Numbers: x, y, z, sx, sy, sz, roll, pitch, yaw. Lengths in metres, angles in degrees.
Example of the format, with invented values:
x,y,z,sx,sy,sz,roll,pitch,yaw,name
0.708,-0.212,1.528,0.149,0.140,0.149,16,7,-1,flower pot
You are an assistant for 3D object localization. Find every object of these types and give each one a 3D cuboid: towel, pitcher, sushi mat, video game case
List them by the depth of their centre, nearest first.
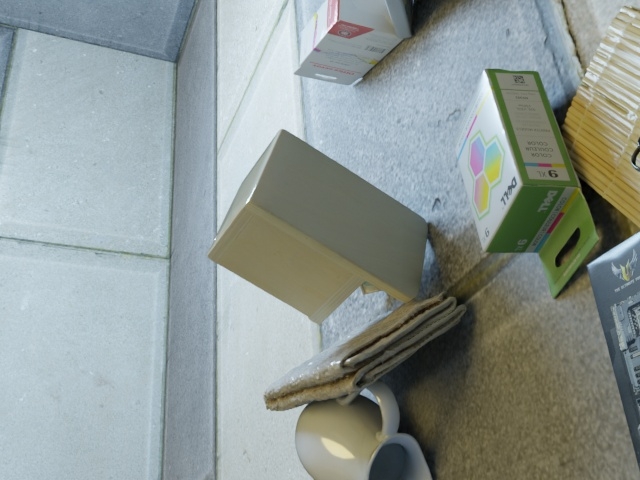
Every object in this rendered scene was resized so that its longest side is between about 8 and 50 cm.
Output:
x,y,z,sx,sy,sz,roll,pitch,yaw,name
0.290,-0.069,0.559,0.317,0.019,0.152,-114,37,-55,sushi mat
0.044,0.140,0.900,0.049,0.187,0.282,60,150,4,towel
0.046,0.239,0.909,0.207,0.125,0.178,10,110,63,pitcher
0.103,-0.421,0.990,0.227,0.026,0.207,38,-127,-71,video game case

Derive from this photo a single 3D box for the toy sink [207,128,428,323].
x,y,z,sx,sy,sz,roll,pitch,yaw,name
0.000,0.000,0.922,0.131,0.234,0.153,-48,17,41,toy sink

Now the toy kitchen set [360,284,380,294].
x,y,z,sx,sy,sz,roll,pitch,yaw,name
0.088,0.021,1.044,0.068,0.075,0.083,-15,102,29,toy kitchen set

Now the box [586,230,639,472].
x,y,z,sx,sy,sz,roll,pitch,yaw,name
0.273,0.054,0.444,0.233,0.059,0.184,125,143,-59,box

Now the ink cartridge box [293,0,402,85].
x,y,z,sx,sy,sz,roll,pitch,yaw,name
0.039,-0.321,1.165,0.198,0.115,0.067,153,122,-64,ink cartridge box

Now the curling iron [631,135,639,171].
x,y,z,sx,sy,sz,roll,pitch,yaw,name
0.313,-0.149,0.484,0.274,0.035,0.068,-57,33,26,curling iron

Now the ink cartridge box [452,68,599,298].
x,y,z,sx,sy,sz,roll,pitch,yaw,name
0.193,-0.057,0.714,0.109,0.062,0.209,104,163,-54,ink cartridge box
